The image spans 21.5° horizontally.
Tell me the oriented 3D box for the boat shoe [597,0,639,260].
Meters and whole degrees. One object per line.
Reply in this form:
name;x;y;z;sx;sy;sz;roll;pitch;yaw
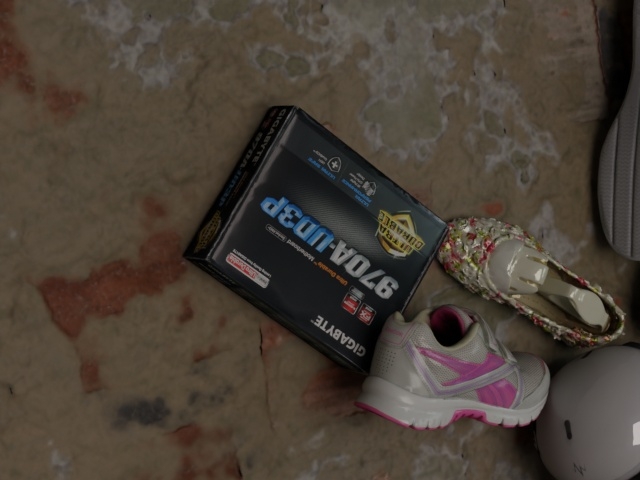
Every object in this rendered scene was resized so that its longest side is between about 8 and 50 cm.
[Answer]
boat shoe;0.389;-0.140;1.812;0.119;0.121;0.335;5;97;-50

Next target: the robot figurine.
robot figurine;0.346;0.233;1.788;0.173;0.209;0.278;-46;117;4

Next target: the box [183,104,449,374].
box;0.000;0.000;1.631;0.220;0.051;0.175;37;75;-28

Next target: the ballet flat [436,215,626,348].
ballet flat;0.229;0.042;1.755;0.241;0.077;0.091;27;81;-29

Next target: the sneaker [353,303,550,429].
sneaker;0.146;0.120;1.669;0.252;0.103;0.111;1;103;-48
